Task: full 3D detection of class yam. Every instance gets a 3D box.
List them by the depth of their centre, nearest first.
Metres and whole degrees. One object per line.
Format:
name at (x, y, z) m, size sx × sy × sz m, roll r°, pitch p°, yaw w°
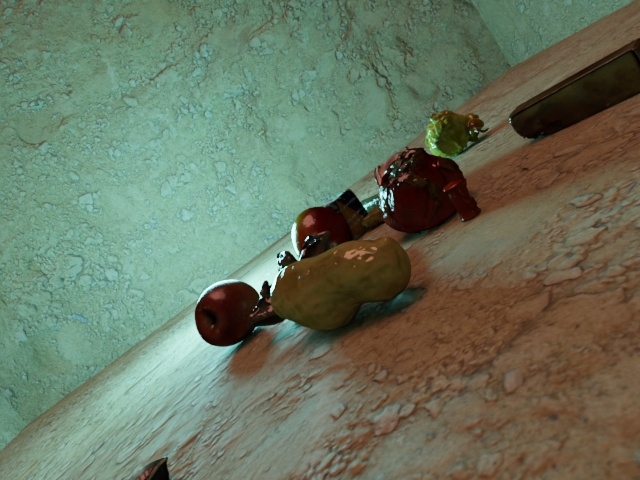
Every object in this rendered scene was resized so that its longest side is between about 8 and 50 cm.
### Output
yam at (0.205, -0.135, 1.706) m, size 0.068 × 0.068 × 0.169 m, roll -41°, pitch 10°, yaw -35°

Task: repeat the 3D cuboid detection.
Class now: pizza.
pizza at (0.209, -0.094, 1.533) m, size 0.175 × 0.046 × 0.134 m, roll -37°, pitch 7°, yaw -9°

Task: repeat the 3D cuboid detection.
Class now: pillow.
pillow at (-0.285, 0.396, 0.737) m, size 0.135 × 0.055 × 0.091 m, roll -41°, pitch 7°, yaw -40°

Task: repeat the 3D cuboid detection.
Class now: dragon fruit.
dragon fruit at (0.216, -0.141, 1.135) m, size 0.218 × 0.148 × 0.224 m, roll -29°, pitch 40°, yaw 15°

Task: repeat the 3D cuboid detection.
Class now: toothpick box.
toothpick box at (0.293, -0.085, 1.004) m, size 0.047 × 0.083 × 0.047 m, roll -34°, pitch 10°, yaw 6°

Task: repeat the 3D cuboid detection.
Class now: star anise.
star anise at (-0.057, 0.089, 1.104) m, size 0.198 × 0.110 × 0.258 m, roll -10°, pitch -47°, yaw -40°

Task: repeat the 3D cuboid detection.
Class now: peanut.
peanut at (0.033, 0.088, 0.899) m, size 0.318 × 0.148 × 0.147 m, roll -22°, pitch 15°, yaw 38°

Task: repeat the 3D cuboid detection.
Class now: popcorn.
popcorn at (0.480, -0.379, 1.728) m, size 0.194 × 0.169 × 0.173 m, roll 2°, pitch -2°, yaw 2°

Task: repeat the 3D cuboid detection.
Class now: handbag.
handbag at (0.233, -0.158, 1.358) m, size 0.116 × 0.179 × 0.205 m, roll -25°, pitch 17°, yaw 14°

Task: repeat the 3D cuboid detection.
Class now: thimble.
thimble at (0.045, -0.057, 1.636) m, size 0.237 × 0.150 × 0.237 m, roll -36°, pitch 8°, yaw 6°

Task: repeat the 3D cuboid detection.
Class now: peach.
peach at (0.000, 0.000, 1.432) m, size 0.197 × 0.197 × 0.197 m, roll -35°, pitch 8°, yaw 6°

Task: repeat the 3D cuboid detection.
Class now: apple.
apple at (-0.253, 0.201, 1.331) m, size 0.180 × 0.181 × 0.168 m, roll -32°, pitch -14°, yaw 22°

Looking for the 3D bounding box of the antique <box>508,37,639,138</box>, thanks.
antique at (0.603, -0.338, 1.130) m, size 0.309 × 0.093 × 0.087 m, roll -26°, pitch 13°, yaw 50°
